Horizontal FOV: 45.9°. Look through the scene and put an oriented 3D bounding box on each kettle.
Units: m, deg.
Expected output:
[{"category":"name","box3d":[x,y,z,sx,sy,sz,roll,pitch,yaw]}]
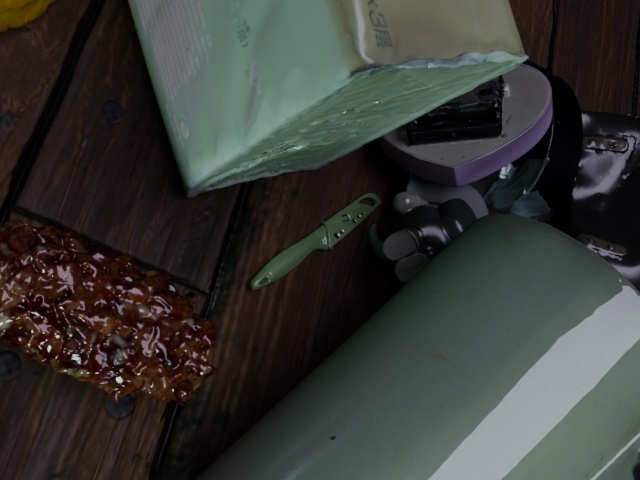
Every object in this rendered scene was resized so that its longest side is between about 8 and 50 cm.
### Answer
[{"category":"kettle","box3d":[0.118,0.209,0.598,0.377,0.361,0.250,-37,141,-18]}]

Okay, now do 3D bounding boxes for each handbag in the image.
[{"category":"handbag","box3d":[0.447,-0.025,1.049,0.288,0.152,0.342,20,63,-17]}]

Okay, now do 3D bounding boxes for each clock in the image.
[{"category":"clock","box3d":[0.150,-0.137,0.827,0.064,0.198,0.172,68,27,-43]}]

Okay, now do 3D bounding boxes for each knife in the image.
[{"category":"knife","box3d":[0.000,0.000,0.805,0.207,0.014,0.030,-37,98,-36]}]

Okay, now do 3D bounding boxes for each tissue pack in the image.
[{"category":"tissue pack","box3d":[-0.039,-0.277,0.654,0.205,0.332,0.404,-13,86,-35]}]

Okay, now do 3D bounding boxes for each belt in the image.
[{"category":"belt","box3d":[0.233,-0.121,0.916,0.078,0.151,0.198,14,68,-39]}]

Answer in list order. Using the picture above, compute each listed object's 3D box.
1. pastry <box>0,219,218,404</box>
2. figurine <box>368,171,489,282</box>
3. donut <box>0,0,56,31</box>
[{"category":"pastry","box3d":[-0.184,0.062,0.609,0.209,0.097,0.115,28,70,-25]},{"category":"figurine","box3d":[0.128,-0.013,0.834,0.147,0.126,0.192,53,38,1]},{"category":"donut","box3d":[-0.330,-0.304,0.599,0.303,0.110,0.302,9,74,-32]}]
